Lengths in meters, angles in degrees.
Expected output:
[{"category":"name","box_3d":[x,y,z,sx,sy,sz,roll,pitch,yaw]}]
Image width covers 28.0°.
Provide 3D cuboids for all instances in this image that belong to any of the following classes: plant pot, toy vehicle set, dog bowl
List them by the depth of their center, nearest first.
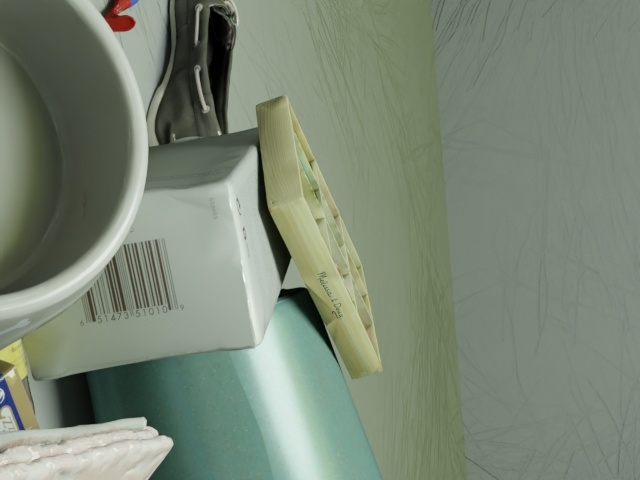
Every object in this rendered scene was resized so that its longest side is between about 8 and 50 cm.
[{"category":"dog bowl","box_3d":[-0.282,-0.080,0.938,0.348,0.102,0.349,13,67,-33]},{"category":"toy vehicle set","box_3d":[0.000,0.000,1.328,0.166,0.035,0.267,-100,169,-47]},{"category":"plant pot","box_3d":[-0.085,0.240,1.361,0.341,0.341,0.334,-20,96,-70]}]

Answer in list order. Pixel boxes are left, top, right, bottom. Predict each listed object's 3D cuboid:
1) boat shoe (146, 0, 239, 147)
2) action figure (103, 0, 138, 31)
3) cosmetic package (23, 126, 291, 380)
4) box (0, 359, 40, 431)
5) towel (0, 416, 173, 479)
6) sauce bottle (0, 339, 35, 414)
[{"category":"boat shoe","box_3d":[-0.142,-0.237,1.652,0.112,0.095,0.335,58,32,-51]},{"category":"action figure","box_3d":[-0.172,-0.347,1.555,0.280,0.139,0.091,-70,149,-56]},{"category":"cosmetic package","box_3d":[-0.151,-0.004,1.269,0.385,0.217,0.156,-63,144,-77]},{"category":"box","box_3d":[-0.309,0.206,0.981,0.225,0.036,0.136,-33,120,-35]},{"category":"towel","box_3d":[-0.278,0.258,0.908,0.317,0.053,0.332,-53,161,9]},{"category":"sauce bottle","box_3d":[-0.300,0.109,1.075,0.111,0.111,0.344,-37,117,-68]}]
